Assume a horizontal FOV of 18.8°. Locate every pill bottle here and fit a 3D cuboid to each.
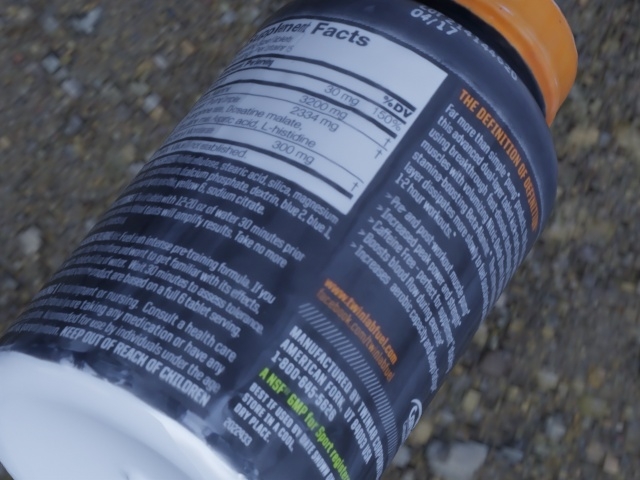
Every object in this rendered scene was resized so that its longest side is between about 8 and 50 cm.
[{"bbox_3d":[0.000,0.000,0.682,0.130,0.245,0.130,26,147,18],"label":"pill bottle"}]
